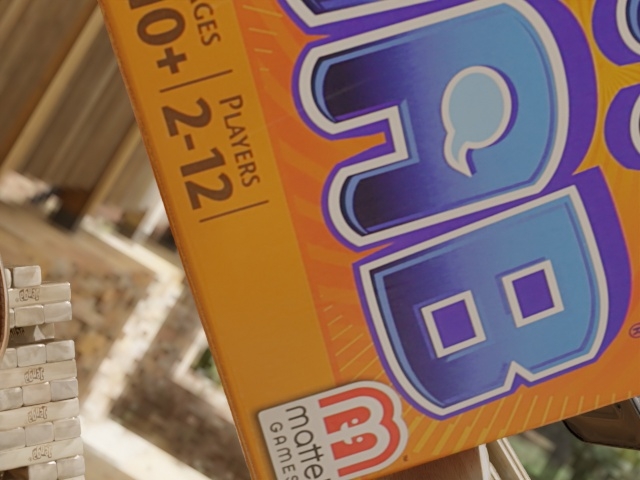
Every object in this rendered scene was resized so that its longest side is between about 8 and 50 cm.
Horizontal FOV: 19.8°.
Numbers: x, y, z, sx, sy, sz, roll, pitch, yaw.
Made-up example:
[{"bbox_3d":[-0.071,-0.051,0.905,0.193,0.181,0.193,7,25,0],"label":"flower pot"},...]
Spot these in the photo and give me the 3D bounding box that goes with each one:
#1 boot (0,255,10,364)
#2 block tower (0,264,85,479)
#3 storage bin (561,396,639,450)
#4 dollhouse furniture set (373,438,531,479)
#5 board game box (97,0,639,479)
[{"bbox_3d":[-0.205,0.045,0.885,0.073,0.197,0.152,1,-23,4],"label":"boot"},{"bbox_3d":[-0.265,0.189,1.581,0.091,0.336,0.097,-6,5,-41],"label":"block tower"},{"bbox_3d":[0.227,0.073,1.489,0.180,0.084,0.122,59,-24,-14],"label":"storage bin"},{"bbox_3d":[0.021,0.178,0.865,0.129,0.183,0.129,59,13,-20],"label":"dollhouse furniture set"},{"bbox_3d":[0.069,-0.167,0.831,0.356,0.356,0.356,-110,-176,-53],"label":"board game box"}]
